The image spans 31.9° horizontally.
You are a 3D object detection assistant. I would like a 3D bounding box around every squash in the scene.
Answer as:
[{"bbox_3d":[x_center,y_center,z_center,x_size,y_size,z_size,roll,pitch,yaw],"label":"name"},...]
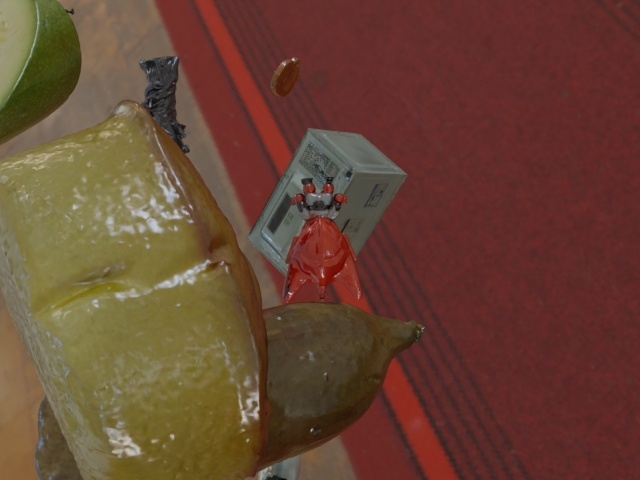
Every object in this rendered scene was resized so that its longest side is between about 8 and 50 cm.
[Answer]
[{"bbox_3d":[-0.413,-0.197,1.396,0.111,0.203,0.289,9,25,22],"label":"squash"}]

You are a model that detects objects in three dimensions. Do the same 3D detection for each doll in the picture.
[{"bbox_3d":[0.000,0.000,1.507,0.109,0.169,0.057,-2,12,-2],"label":"doll"}]

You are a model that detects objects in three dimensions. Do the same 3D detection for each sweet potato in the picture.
[{"bbox_3d":[-0.066,0.135,0.987,0.158,0.370,0.157,18,114,46],"label":"sweet potato"}]

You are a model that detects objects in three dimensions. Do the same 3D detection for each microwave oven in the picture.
[{"bbox_3d":[0.006,-0.056,1.723,0.122,0.162,0.208,44,115,29],"label":"microwave oven"}]

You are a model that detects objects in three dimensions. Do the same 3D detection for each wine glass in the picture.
[{"bbox_3d":[-0.059,0.315,1.689,0.074,0.074,0.262,-38,14,13],"label":"wine glass"}]

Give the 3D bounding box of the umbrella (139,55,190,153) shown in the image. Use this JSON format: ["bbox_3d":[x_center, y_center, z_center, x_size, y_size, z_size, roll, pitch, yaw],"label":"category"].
[{"bbox_3d":[-0.294,-0.232,2.089,0.080,0.071,0.224,-3,99,36],"label":"umbrella"}]

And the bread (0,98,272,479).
[{"bbox_3d":[-0.122,0.047,0.740,0.148,0.269,0.270,-20,34,-18],"label":"bread"}]

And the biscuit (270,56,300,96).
[{"bbox_3d":[-0.063,-0.301,2.047,0.015,0.091,0.078,30,87,16],"label":"biscuit"}]
